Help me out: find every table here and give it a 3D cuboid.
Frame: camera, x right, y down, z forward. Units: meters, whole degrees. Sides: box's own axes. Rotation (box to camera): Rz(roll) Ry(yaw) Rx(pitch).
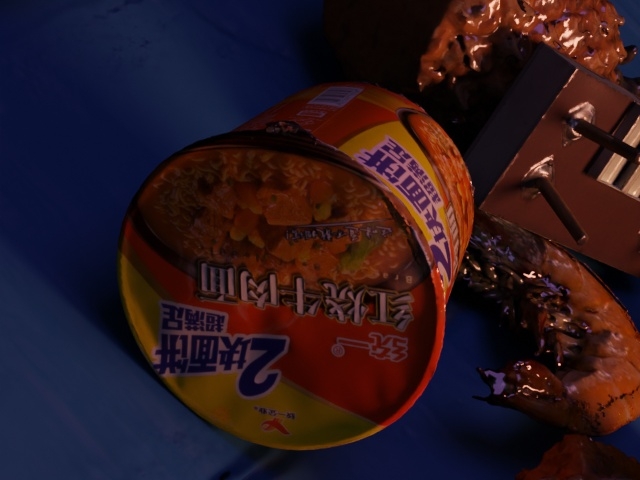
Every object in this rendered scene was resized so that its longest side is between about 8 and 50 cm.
[{"bbox_3d":[0.226,-0.035,1.448,0.240,0.121,0.111,20,18,-47],"label":"table"}]

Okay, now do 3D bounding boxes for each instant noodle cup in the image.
[{"bbox_3d":[0.000,0.000,1.250,0.213,0.213,0.174,41,30,-1],"label":"instant noodle cup"}]

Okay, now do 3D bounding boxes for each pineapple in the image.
[{"bbox_3d":[0.174,-0.139,1.536,0.362,0.202,0.202,25,40,-37],"label":"pineapple"}]

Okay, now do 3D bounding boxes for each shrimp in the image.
[{"bbox_3d":[0.114,0.038,1.393,0.290,0.054,0.222,36,29,-6],"label":"shrimp"}]

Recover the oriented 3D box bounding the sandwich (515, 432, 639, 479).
[{"bbox_3d":[0.246,0.198,1.287,0.301,0.162,0.250,12,42,-35],"label":"sandwich"}]
